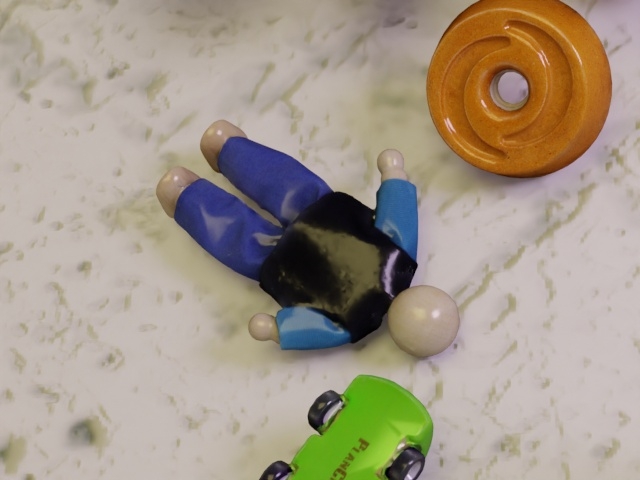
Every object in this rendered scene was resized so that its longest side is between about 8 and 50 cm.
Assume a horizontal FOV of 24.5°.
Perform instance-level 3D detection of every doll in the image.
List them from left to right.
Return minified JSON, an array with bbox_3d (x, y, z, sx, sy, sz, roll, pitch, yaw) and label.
[{"bbox_3d":[0.000,0.000,0.795,0.189,0.046,0.129,36,78,31],"label":"doll"}]

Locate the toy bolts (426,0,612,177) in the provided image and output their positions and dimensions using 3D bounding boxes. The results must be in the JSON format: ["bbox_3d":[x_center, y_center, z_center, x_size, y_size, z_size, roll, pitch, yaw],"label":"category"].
[{"bbox_3d":[0.103,-0.166,0.834,0.228,0.158,0.218,24,112,17],"label":"toy bolts"}]

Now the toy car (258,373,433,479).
[{"bbox_3d":[-0.021,0.167,0.705,0.239,0.053,0.225,31,74,29],"label":"toy car"}]
